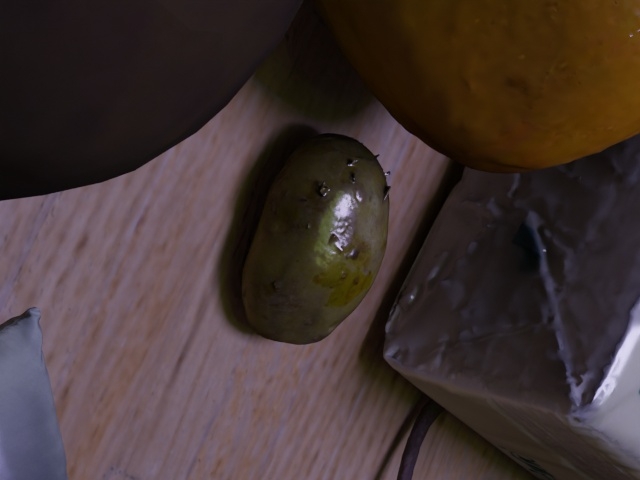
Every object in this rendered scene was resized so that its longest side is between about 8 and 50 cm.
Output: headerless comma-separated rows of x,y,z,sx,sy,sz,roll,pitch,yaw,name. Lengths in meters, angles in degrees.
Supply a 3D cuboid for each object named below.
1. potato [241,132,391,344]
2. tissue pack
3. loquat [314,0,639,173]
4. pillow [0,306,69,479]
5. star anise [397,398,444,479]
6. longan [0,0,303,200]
0.000,0.000,0.917,0.092,0.070,0.137,16,88,-47,potato
0.256,0.053,1.104,0.380,0.207,0.297,41,70,-44,tissue pack
0.107,-0.185,0.855,0.284,0.276,0.276,34,74,-28,loquat
-0.190,0.173,0.748,0.144,0.078,0.254,-17,112,-44,pillow
0.083,0.250,1.026,0.218,0.148,0.227,-85,-175,-72,star anise
-0.137,-0.206,0.535,0.404,0.336,0.404,0,90,-84,longan
